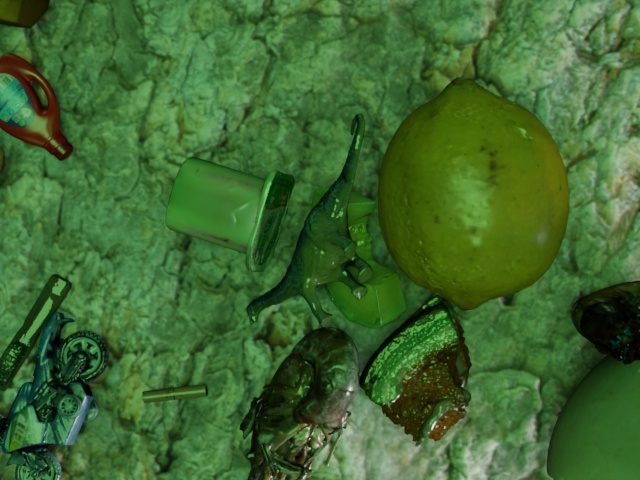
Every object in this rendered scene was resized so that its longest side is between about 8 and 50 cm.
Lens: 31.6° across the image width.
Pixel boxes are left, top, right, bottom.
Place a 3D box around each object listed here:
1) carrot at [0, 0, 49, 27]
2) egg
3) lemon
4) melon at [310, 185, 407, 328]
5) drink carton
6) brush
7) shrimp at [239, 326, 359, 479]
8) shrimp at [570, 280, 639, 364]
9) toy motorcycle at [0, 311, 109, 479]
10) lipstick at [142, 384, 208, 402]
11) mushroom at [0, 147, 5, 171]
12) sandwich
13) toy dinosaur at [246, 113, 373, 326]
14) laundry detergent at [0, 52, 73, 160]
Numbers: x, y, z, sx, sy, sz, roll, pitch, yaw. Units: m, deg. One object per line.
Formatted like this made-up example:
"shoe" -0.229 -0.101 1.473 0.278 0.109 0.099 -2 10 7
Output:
"carrot" -0.410 -0.450 1.587 0.114 0.114 0.302 14 90 1
"egg" 0.478 0.256 1.512 0.278 0.278 0.336 42 90 -1
"lemon" 0.203 -0.063 1.517 0.257 0.258 0.310 -6 97 1
"melon" 0.048 0.021 1.597 0.064 0.118 0.210 -13 89 -35
"drink carton" -0.132 -0.044 1.588 0.142 0.146 0.144 16 92 9
"brush" -0.427 0.135 1.651 0.034 0.027 0.190 33 92 -2
"shrimp" -0.037 0.281 1.606 0.145 0.116 0.343 34 105 34
"shrimp" 0.448 0.096 1.498 0.222 0.290 0.054 -12 99 10
"toy motorcycle" -0.397 0.233 1.626 0.135 0.092 0.255 21 84 10
"lipstick" -0.212 0.224 1.654 0.094 0.019 0.019 -7 92 2
"mushroom" -0.543 -0.199 1.603 0.103 0.118 0.270 -37 102 -41
"sandwich" 0.156 0.187 1.601 0.160 0.109 0.185 42 93 2
"toy dinosaur" 0.005 0.010 1.539 0.147 0.076 0.363 46 123 31
"laundry detergent" -0.417 -0.186 1.631 0.165 0.049 0.097 45 92 -3
